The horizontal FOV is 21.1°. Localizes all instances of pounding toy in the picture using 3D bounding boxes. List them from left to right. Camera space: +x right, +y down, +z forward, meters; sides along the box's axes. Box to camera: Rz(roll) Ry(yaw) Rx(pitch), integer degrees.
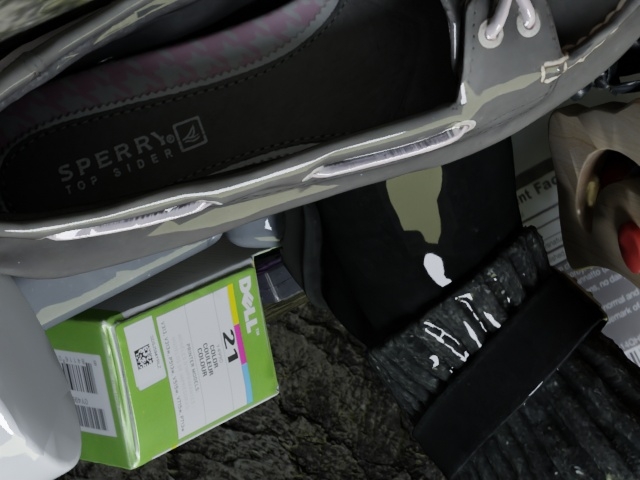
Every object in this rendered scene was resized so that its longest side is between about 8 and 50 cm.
[{"bbox_3d":[0.239,-0.019,0.903,0.155,0.154,0.269,-17,-174,-12],"label":"pounding toy"}]

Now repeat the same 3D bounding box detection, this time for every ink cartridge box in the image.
[{"bbox_3d":[-0.098,0.049,1.140,0.189,0.097,0.255,4,-161,44],"label":"ink cartridge box"}]

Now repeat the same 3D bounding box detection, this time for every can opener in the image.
[{"bbox_3d":[-0.085,0.002,1.001,0.283,0.095,0.076,-28,-147,-17],"label":"can opener"}]

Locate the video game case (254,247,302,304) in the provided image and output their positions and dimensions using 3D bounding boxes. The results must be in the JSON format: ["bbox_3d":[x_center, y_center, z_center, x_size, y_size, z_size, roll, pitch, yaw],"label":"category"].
[{"bbox_3d":[0.000,0.000,1.601,0.275,0.035,0.248,-27,-172,-31],"label":"video game case"}]

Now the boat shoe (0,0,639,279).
[{"bbox_3d":[0.002,-0.071,0.674,0.335,0.112,0.095,-23,180,-2],"label":"boat shoe"}]

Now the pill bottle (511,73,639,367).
[{"bbox_3d":[0.203,-0.015,1.125,0.176,0.318,0.176,-26,175,-2],"label":"pill bottle"}]

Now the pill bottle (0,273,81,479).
[{"bbox_3d":[-0.271,0.110,0.822,0.283,0.161,0.161,-28,175,5],"label":"pill bottle"}]

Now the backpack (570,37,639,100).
[{"bbox_3d":[0.206,-0.153,0.867,0.152,0.115,0.182,-27,-179,-39],"label":"backpack"}]

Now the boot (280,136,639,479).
[{"bbox_3d":[0.091,0.023,0.891,0.131,0.260,0.348,-29,155,-12],"label":"boot"}]
